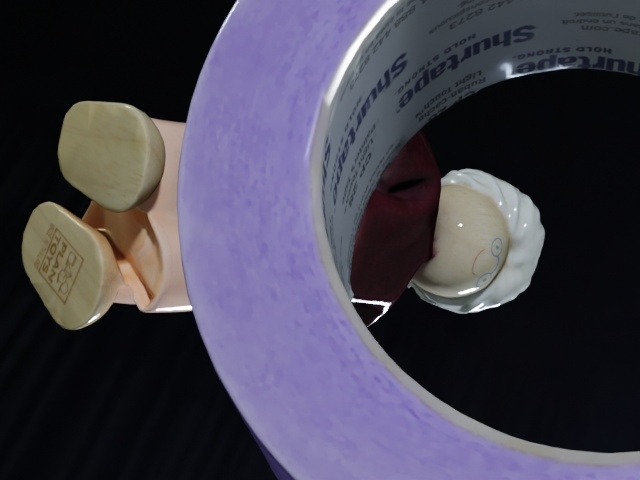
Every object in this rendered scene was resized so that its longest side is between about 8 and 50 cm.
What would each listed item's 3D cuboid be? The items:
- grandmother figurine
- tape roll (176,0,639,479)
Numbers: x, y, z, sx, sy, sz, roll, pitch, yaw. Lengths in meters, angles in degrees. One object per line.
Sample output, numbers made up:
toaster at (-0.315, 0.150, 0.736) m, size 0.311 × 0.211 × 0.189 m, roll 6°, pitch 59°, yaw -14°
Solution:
grandmother figurine at (0.000, 0.000, 0.950) m, size 0.104 × 0.342 × 0.207 m, roll 51°, pitch -57°, yaw 35°
tape roll at (0.065, -0.002, 0.396) m, size 0.189 × 0.189 × 0.080 m, roll 21°, pitch -16°, yaw 12°
